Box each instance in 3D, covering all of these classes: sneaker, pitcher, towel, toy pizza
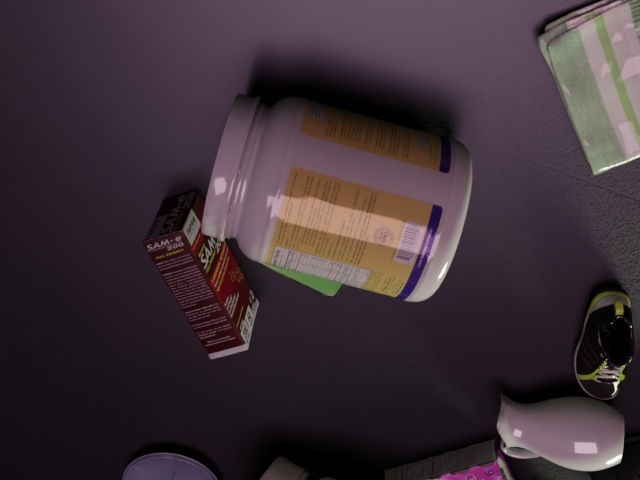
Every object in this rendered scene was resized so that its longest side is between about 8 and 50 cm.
[{"bbox_3d":[0.465,0.185,1.342,0.084,0.097,0.234,-4,122,9],"label":"sneaker"},{"bbox_3d":[0.420,0.347,1.448,0.207,0.125,0.177,4,144,15],"label":"pitcher"},{"bbox_3d":[0.588,0.411,1.459,0.222,0.118,0.083,-13,120,14],"label":"sneaker"},{"bbox_3d":[0.487,-0.247,1.104,0.325,0.038,0.247,-23,118,19],"label":"towel"},{"bbox_3d":[-0.298,0.493,1.654,0.201,0.032,0.201,2,123,4],"label":"toy pizza"}]

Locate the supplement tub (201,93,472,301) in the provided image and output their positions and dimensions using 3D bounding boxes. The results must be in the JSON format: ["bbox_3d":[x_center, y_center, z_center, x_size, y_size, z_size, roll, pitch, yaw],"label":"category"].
[{"bbox_3d":[0.020,-0.064,1.148,0.331,0.241,0.241,15,122,-3],"label":"supplement tub"}]

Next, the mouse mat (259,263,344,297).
[{"bbox_3d":[0.000,0.000,1.328,0.153,0.007,0.189,26,122,-10],"label":"mouse mat"}]

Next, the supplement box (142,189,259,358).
[{"bbox_3d":[-0.185,0.055,1.309,0.073,0.130,0.239,-17,120,15],"label":"supplement box"}]

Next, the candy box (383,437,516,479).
[{"bbox_3d":[0.254,0.487,1.558,0.233,0.071,0.159,-22,108,19],"label":"candy box"}]

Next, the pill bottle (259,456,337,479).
[{"bbox_3d":[0.041,0.582,1.508,0.392,0.224,0.224,29,123,13],"label":"pill bottle"}]
